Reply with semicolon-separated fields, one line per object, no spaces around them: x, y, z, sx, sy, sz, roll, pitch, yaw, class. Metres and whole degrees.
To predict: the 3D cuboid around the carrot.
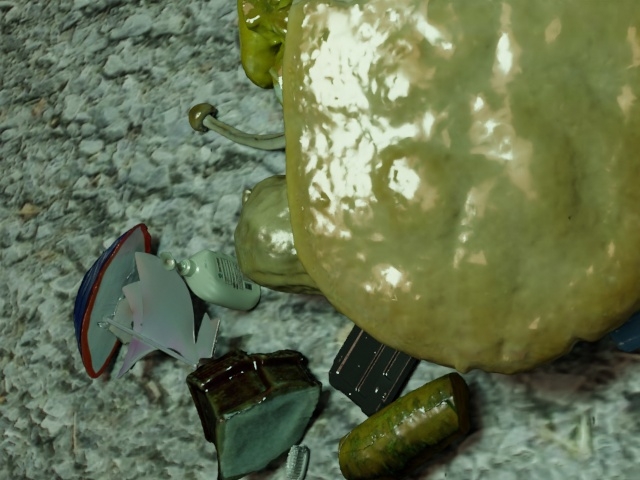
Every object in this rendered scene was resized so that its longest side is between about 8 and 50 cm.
0.099;0.218;1.415;0.173;0.082;0.082;-33;58;25;carrot

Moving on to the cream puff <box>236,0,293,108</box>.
0.050;-0.226;1.461;0.291;0.257;0.324;-36;53;24;cream puff

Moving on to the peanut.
-0.009;0.004;1.507;0.159;0.143;0.291;-39;34;-27;peanut

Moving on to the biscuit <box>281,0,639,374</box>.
0.157;-0.089;1.268;0.430;0.104;0.446;6;89;12;biscuit

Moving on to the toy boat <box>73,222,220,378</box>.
-0.242;0.079;1.718;0.318;0.072;0.219;-14;68;48;toy boat

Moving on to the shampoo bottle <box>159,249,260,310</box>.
-0.144;0.045;1.619;0.045;0.152;0.077;-30;61;28;shampoo bottle

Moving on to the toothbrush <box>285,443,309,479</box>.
-0.054;0.390;1.526;0.021;0.024;0.288;6;81;39;toothbrush

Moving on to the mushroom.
-0.066;-0.157;1.695;0.306;0.043;0.068;5;100;39;mushroom

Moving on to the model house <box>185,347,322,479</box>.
-0.090;0.195;1.579;0.165;0.106;0.152;-26;41;-9;model house

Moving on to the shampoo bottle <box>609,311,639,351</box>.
0.401;0.042;1.229;0.258;0.061;0.103;-29;58;31;shampoo bottle

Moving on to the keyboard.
0.101;0.083;1.494;0.106;0.016;0.262;37;102;41;keyboard
